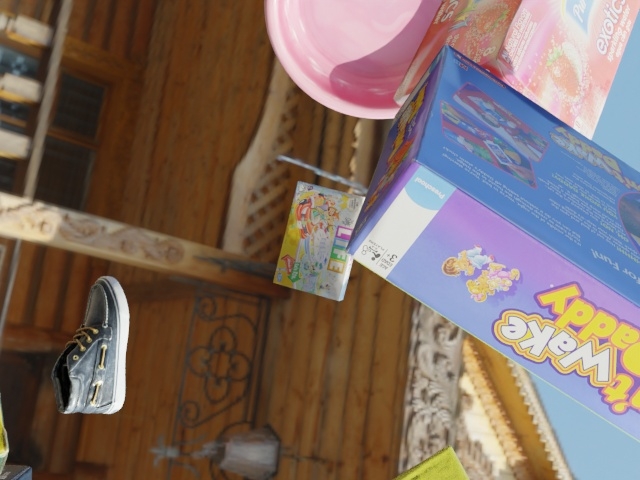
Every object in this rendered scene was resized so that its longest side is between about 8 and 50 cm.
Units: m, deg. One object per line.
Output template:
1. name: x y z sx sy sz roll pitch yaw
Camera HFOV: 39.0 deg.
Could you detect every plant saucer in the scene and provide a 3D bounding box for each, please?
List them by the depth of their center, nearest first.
1. plant saucer: 0.087 -0.341 1.300 0.332 0.332 0.084 -49 -162 28

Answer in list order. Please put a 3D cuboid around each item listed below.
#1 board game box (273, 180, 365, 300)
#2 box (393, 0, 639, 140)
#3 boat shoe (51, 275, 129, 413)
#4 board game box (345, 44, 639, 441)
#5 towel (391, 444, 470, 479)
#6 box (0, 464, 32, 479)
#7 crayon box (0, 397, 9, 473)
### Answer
1. board game box: 0.000 0.000 1.309 0.103 0.026 0.154 14 -87 15
2. box: 0.222 -0.230 0.946 0.154 0.142 0.300 -12 -136 54
3. boat shoe: -0.303 0.136 1.183 0.065 0.083 0.183 -12 -103 43
4. board game box: 0.200 0.019 0.636 0.078 0.347 0.233 -54 -174 30
5. towel: 0.154 0.339 0.925 0.237 0.102 0.021 61 -31 10
6. box: -0.420 0.325 0.958 0.207 0.108 0.153 1 -82 10
7. crayon box: -0.411 0.098 0.670 0.081 0.318 0.202 -50 -130 55
